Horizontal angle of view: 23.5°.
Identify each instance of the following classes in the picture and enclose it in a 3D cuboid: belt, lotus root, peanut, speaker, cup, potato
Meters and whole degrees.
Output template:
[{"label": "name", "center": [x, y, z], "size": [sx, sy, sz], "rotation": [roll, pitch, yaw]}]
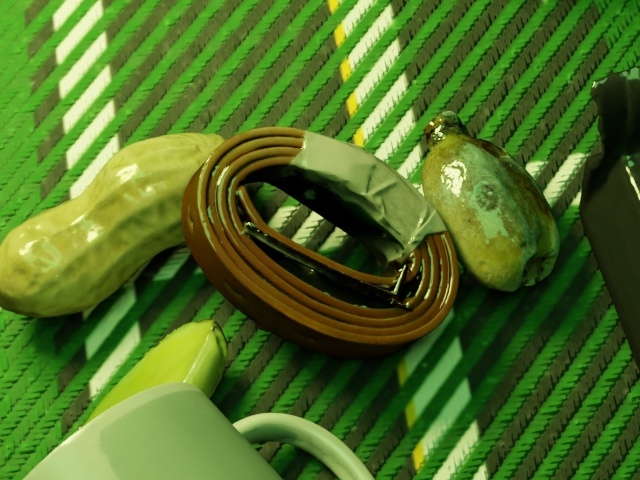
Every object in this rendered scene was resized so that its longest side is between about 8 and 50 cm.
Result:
[{"label": "belt", "center": [0.000, 0.000, 1.414], "size": [0.261, 0.105, 0.184], "rotation": [25, 72, -8]}, {"label": "lotus root", "center": [0.154, -0.039, 1.460], "size": [0.113, 0.088, 0.192], "rotation": [-10, 62, -43]}, {"label": "peanut", "center": [-0.193, -0.016, 1.469], "size": [0.274, 0.125, 0.111], "rotation": [-35, 68, -10]}, {"label": "speaker", "center": [0.361, 0.043, 1.356], "size": [0.180, 0.184, 0.388], "rotation": [-18, 67, -2]}, {"label": "cup", "center": [-0.073, 0.284, 1.287], "size": [0.357, 0.259, 0.274], "rotation": [-27, 64, -40]}, {"label": "potato", "center": [-0.153, 0.161, 1.419], "size": [0.119, 0.054, 0.198], "rotation": [5, 54, 53]}]
